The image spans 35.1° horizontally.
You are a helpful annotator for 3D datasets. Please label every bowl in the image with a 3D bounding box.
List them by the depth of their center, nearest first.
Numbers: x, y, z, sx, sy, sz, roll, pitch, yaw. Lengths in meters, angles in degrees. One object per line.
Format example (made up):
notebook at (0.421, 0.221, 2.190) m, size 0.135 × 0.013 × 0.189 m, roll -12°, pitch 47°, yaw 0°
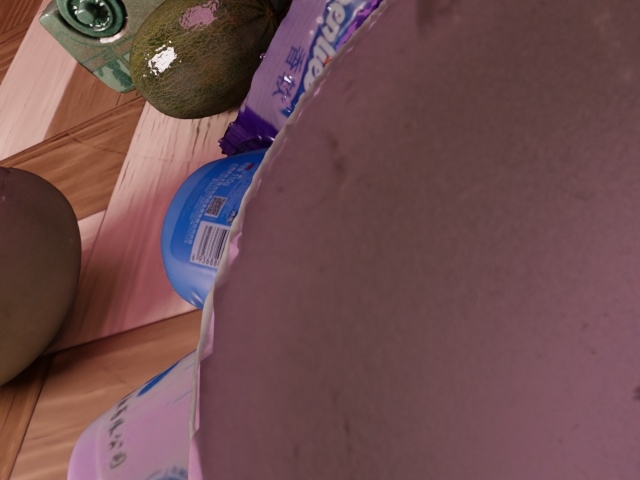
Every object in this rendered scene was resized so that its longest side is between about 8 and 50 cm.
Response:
bowl at (0.195, 0.056, 0.326) m, size 0.435 × 0.196 × 0.434 m, roll -13°, pitch 53°, yaw 18°

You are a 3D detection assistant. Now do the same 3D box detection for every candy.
candy at (0.010, -0.164, 0.829) m, size 0.275 × 0.070 × 0.145 m, roll -56°, pitch 39°, yaw 11°

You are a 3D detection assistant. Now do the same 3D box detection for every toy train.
toy train at (-0.134, -0.267, 1.017) m, size 0.326 × 0.159 × 0.129 m, roll -19°, pitch 40°, yaw 35°

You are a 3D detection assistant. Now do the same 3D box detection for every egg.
egg at (-0.310, 0.038, 0.851) m, size 0.253 × 0.186 × 0.186 m, roll -33°, pitch 38°, yaw 12°

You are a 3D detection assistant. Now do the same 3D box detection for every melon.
melon at (-0.110, -0.174, 0.934) m, size 0.167 × 0.114 × 0.114 m, roll -26°, pitch 39°, yaw 37°

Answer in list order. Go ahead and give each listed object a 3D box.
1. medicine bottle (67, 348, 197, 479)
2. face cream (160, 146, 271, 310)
medicine bottle at (0.007, 0.098, 0.526) m, size 0.254 × 0.152 × 0.152 m, roll -35°, pitch 37°, yaw 14°
face cream at (0.000, 0.000, 0.685) m, size 0.264 × 0.083 × 0.149 m, roll 12°, pitch 66°, yaw 48°
